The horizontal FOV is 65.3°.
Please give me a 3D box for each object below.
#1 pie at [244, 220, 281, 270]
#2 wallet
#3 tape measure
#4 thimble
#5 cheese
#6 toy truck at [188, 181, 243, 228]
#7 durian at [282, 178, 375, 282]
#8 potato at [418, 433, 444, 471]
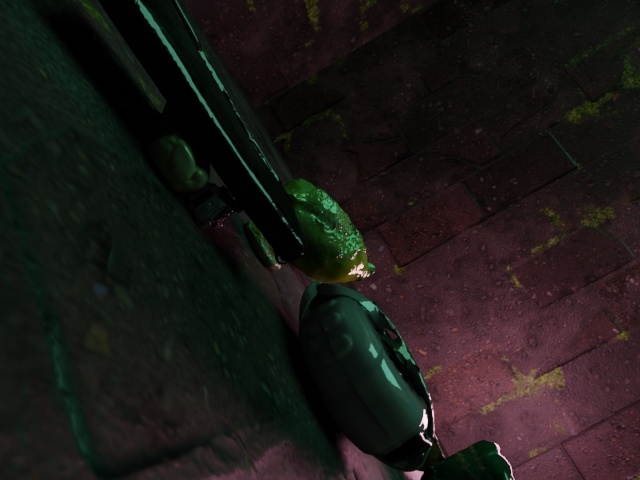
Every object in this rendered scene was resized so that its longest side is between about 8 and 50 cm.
[{"bbox_3d":[-0.081,0.006,0.711,0.084,0.020,0.084,59,3,-5],"label":"pie"},{"bbox_3d":[-0.113,-0.134,0.523,0.317,0.045,0.172,58,8,-27],"label":"wallet"},{"bbox_3d":[0.055,0.162,0.602,0.236,0.120,0.197,55,7,-15],"label":"tape measure"},{"bbox_3d":[0.301,0.502,0.849,0.254,0.167,0.288,55,5,-49],"label":"thimble"},{"bbox_3d":[-0.146,-0.108,0.537,0.064,0.043,0.194,55,5,-29],"label":"cheese"},{"bbox_3d":[-0.110,-0.039,0.526,0.044,0.039,0.083,55,5,0],"label":"toy truck"},{"bbox_3d":[0.000,0.000,0.937,0.250,0.139,0.101,57,10,-24],"label":"durian"},{"bbox_3d":[0.144,0.315,0.895,0.164,0.081,0.200,78,-14,-76],"label":"potato"}]
